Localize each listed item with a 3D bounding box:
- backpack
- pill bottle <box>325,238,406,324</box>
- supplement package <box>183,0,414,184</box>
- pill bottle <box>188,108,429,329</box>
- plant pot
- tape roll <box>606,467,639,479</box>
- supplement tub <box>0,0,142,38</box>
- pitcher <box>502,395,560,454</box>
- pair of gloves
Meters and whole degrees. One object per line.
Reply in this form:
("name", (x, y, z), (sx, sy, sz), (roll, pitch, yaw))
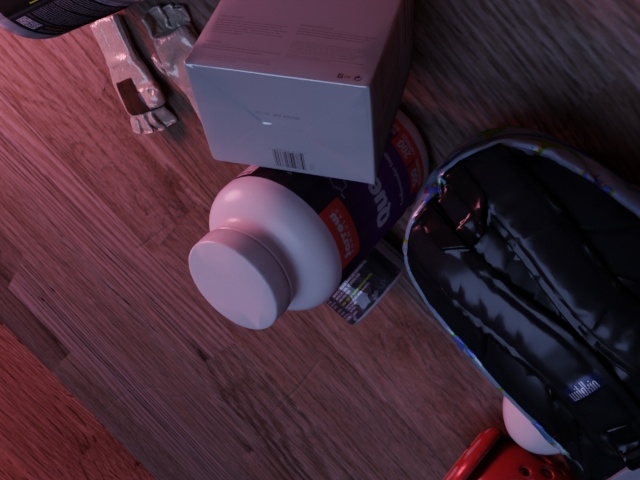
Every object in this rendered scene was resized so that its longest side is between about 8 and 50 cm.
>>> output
("backpack", (0.256, 0.038, 0.820), (0.356, 0.273, 0.290), (35, 119, -7))
("pill bottle", (0.000, 0.000, 1.110), (0.246, 0.130, 0.130), (42, 142, 3))
("supplement package", (-0.010, -0.196, 0.827), (0.194, 0.203, 0.149), (11, 146, 14))
("pill bottle", (-0.010, -0.039, 0.927), (0.182, 0.323, 0.181), (24, 138, 23))
("plant pot", (0.291, 0.407, 1.190), (0.174, 0.191, 0.191), (39, 142, 21))
("tape roll", (0.468, 0.293, 0.947), (0.219, 0.072, 0.219), (5, 136, 5))
("supplement tub", (-0.319, -0.389, 0.982), (0.316, 0.193, 0.193), (-1, 124, 42))
("pitcher", (0.351, 0.210, 1.004), (0.178, 0.125, 0.207), (34, 130, 17))
("pair of gloves", (-0.252, -0.259, 1.165), (0.240, 0.042, 0.204), (5, 128, 37))
